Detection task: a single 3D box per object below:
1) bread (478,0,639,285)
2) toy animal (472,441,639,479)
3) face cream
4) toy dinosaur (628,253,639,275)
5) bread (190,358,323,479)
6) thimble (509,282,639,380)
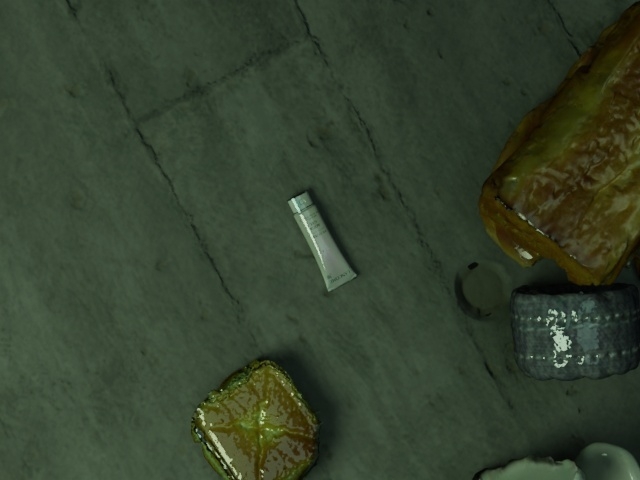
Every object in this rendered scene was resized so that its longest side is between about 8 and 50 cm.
[{"bbox_3d":[0.329,-0.108,1.458,0.195,0.149,0.344,39,79,10],"label":"bread"},{"bbox_3d":[0.261,0.360,1.409,0.249,0.174,0.289,-24,105,8],"label":"toy animal"},{"bbox_3d":[0.000,0.000,1.438,0.038,0.020,0.115,-29,97,-14],"label":"face cream"},{"bbox_3d":[0.400,0.042,1.527,0.113,0.026,0.041,44,85,2],"label":"toy dinosaur"},{"bbox_3d":[-0.064,0.204,1.386,0.128,0.069,0.140,-38,92,-13],"label":"bread"},{"bbox_3d":[0.282,0.098,1.437,0.150,0.150,0.098,-5,93,-14],"label":"thimble"}]
